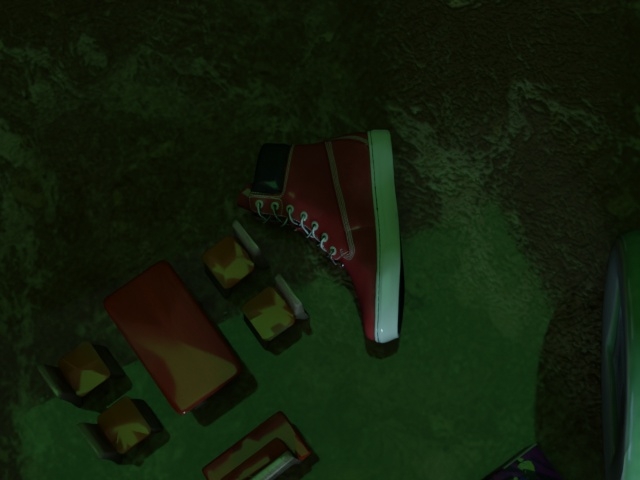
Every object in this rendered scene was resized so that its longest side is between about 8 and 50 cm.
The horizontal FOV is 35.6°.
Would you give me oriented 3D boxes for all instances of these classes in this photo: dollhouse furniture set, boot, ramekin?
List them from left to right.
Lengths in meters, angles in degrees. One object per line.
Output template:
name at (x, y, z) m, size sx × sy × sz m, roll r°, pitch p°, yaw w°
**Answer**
dollhouse furniture set at (-0.122, 0.140, 1.021) m, size 0.262 × 0.135 × 0.259 m, roll -37°, pitch 76°, yaw -7°
boot at (0.000, 0.000, 1.082) m, size 0.176 × 0.088 × 0.244 m, roll -6°, pitch 66°, yaw 2°
ramekin at (0.346, 0.125, 0.922) m, size 0.148 × 0.303 × 0.303 m, roll 1°, pitch 75°, yaw 11°

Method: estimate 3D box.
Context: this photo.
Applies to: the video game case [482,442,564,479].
video game case at (0.200, 0.349, 0.965) m, size 0.210 × 0.042 × 0.232 m, roll -29°, pitch 74°, yaw -25°
